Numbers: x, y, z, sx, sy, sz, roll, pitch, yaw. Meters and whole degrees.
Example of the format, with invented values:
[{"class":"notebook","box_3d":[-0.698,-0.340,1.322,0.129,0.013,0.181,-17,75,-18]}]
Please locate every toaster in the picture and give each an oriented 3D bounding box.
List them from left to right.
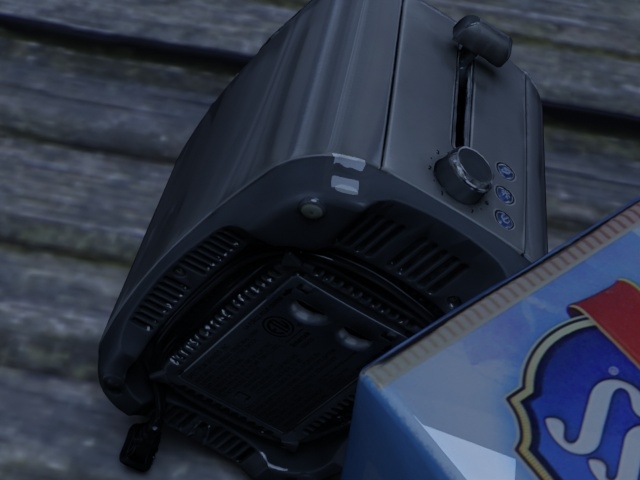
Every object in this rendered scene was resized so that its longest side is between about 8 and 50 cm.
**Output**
[{"class":"toaster","box_3d":[0.000,0.000,0.600,0.129,0.227,0.146,30,46,-17]}]

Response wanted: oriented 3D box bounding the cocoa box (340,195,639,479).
[{"class":"cocoa box","box_3d":[0.188,0.164,0.471,0.228,0.231,0.347,-29,63,-22]}]
